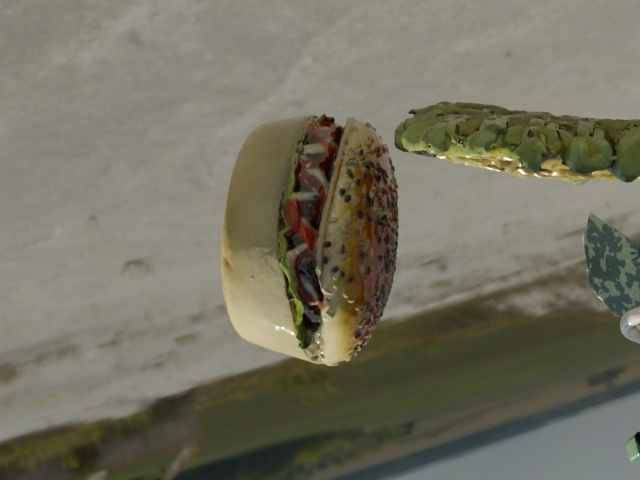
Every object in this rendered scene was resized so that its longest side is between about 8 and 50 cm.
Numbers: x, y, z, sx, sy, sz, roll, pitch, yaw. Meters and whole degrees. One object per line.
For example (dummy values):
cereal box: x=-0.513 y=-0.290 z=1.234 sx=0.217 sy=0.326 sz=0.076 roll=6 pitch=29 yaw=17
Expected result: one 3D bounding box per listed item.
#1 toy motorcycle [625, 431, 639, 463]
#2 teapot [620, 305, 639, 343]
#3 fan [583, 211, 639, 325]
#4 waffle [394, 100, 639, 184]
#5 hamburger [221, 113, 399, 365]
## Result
toy motorcycle: x=0.540 y=0.308 z=1.473 sx=0.326 sy=0.191 sz=0.200 roll=3 pitch=152 yaw=-25
teapot: x=0.367 y=0.079 z=0.978 sx=0.245 sy=0.159 sz=0.116 roll=13 pitch=165 yaw=2
fan: x=0.502 y=0.057 z=1.994 sx=0.131 sy=0.240 sz=0.009 roll=-46 pitch=-165 yaw=-21
waffle: x=0.240 y=-0.096 z=1.200 sx=0.317 sy=0.073 sz=0.297 roll=5 pitch=-177 yaw=-23
hamburger: x=0.000 y=0.000 z=1.375 sx=0.176 sy=0.300 sz=0.300 roll=4 pitch=173 yaw=12
